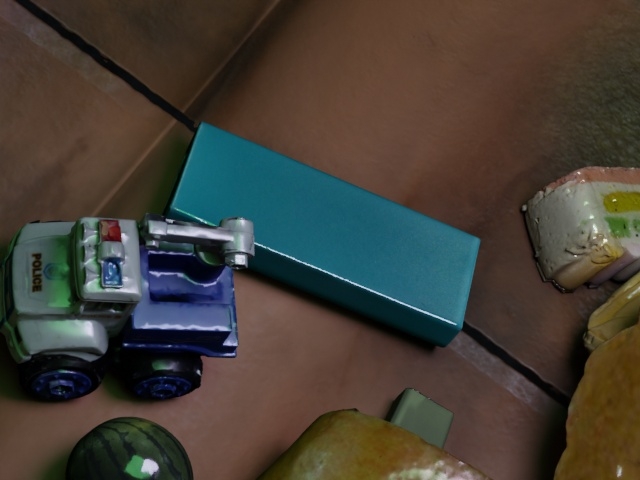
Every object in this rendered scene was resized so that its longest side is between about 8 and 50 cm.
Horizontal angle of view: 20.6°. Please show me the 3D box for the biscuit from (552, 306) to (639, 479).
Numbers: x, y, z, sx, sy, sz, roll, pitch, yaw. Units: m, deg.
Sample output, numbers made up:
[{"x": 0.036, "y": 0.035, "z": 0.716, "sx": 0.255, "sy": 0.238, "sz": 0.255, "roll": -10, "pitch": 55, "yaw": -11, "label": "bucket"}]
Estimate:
[{"x": 0.347, "y": 0.186, "z": 1.566, "sx": 0.051, "sy": 0.269, "sz": 0.376, "roll": 37, "pitch": 66, "yaw": -51, "label": "biscuit"}]

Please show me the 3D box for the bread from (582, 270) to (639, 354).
[{"x": 0.360, "y": 0.088, "z": 1.730, "sx": 0.190, "sy": 0.132, "sz": 0.114, "roll": -41, "pitch": 118, "yaw": -12, "label": "bread"}]

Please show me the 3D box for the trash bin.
[{"x": 0.083, "y": 0.192, "z": 1.643, "sx": 0.061, "sy": 0.043, "sz": 0.092, "roll": 30, "pitch": 56, "yaw": -5, "label": "trash bin"}]

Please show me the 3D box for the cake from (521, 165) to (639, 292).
[{"x": 0.329, "y": -0.022, "z": 1.811, "sx": 0.225, "sy": 0.090, "sz": 0.109, "roll": -8, "pitch": 65, "yaw": -25, "label": "cake"}]

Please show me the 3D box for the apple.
[{"x": 0.089, "y": 0.304, "z": 1.544, "sx": 0.346, "sy": 0.254, "sz": 0.179, "roll": 35, "pitch": 18, "yaw": -2, "label": "apple"}]

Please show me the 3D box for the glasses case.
[{"x": 0.000, "y": -0.001, "z": 1.691, "sx": 0.301, "sy": 0.070, "sz": 0.117, "roll": 22, "pitch": 54, "yaw": -7, "label": "glasses case"}]

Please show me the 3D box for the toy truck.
[{"x": -0.171, "y": 0.042, "z": 1.539, "sx": 0.213, "sy": 0.177, "sz": 0.161, "roll": 3, "pitch": 66, "yaw": -20, "label": "toy truck"}]

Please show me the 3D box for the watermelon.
[{"x": -0.155, "y": 0.213, "z": 1.505, "sx": 0.105, "sy": 0.105, "sz": 0.133, "roll": -36, "pitch": 82, "yaw": -30, "label": "watermelon"}]
